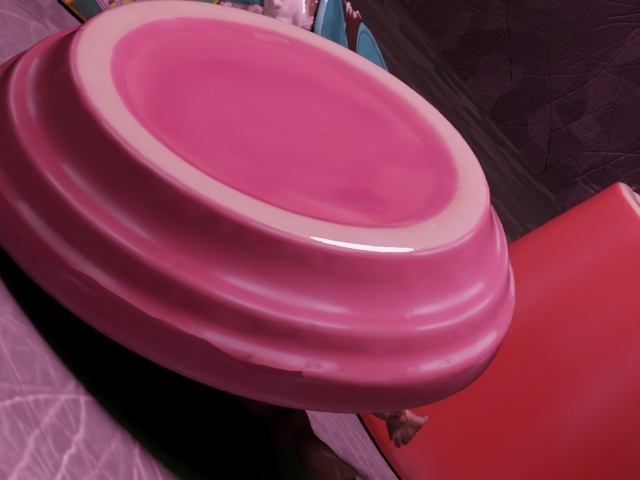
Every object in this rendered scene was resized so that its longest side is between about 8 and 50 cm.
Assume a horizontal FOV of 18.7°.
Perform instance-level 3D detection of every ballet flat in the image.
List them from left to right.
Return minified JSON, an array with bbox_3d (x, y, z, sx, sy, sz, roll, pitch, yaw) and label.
[{"bbox_3d":[-0.020,-0.166,1.826,0.147,0.147,0.409,52,-2,21],"label":"ballet flat"}]

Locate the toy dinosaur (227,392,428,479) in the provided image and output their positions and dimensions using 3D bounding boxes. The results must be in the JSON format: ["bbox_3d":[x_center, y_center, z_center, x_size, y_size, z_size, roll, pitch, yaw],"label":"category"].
[{"bbox_3d":[-0.017,0.045,1.186,0.200,0.127,0.295,40,25,9],"label":"toy dinosaur"}]

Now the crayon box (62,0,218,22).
[{"bbox_3d":[-0.072,-0.348,1.678,0.106,0.363,0.313,43,12,-24],"label":"crayon box"}]

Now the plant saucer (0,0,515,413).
[{"bbox_3d":[-0.034,-0.038,1.109,0.332,0.084,0.332,19,29,-11],"label":"plant saucer"}]

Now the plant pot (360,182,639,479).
[{"bbox_3d":[0.193,0.108,1.429,0.275,0.243,0.275,46,10,-11],"label":"plant pot"}]
